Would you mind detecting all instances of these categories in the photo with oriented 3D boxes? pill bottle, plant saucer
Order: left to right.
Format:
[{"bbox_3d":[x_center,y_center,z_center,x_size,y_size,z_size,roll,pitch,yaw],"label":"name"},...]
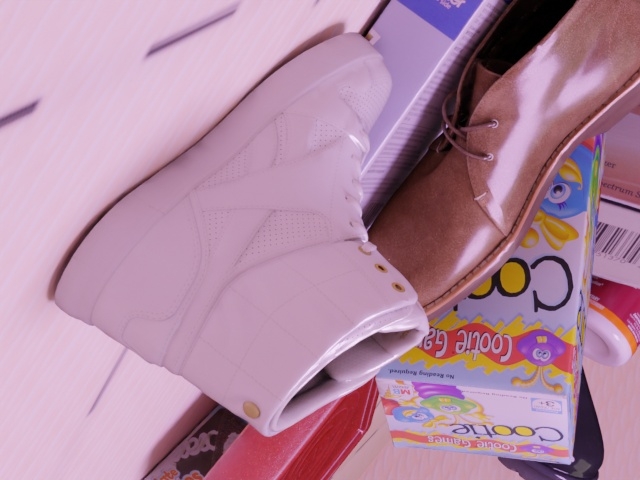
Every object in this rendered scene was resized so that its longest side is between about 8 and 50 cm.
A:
[{"bbox_3d":[-0.019,0.186,1.602,0.258,0.048,0.259,-49,166,-27],"label":"plant saucer"},{"bbox_3d":[0.290,0.036,1.675,0.152,0.086,0.086,-50,170,-20],"label":"pill bottle"}]

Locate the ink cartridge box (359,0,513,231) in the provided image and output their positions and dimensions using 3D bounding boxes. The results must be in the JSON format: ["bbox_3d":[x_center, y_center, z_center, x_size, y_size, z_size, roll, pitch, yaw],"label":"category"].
[{"bbox_3d":[0.050,-0.092,1.251,0.311,0.065,0.186,-52,170,10],"label":"ink cartridge box"}]

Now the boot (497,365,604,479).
[{"bbox_3d":[0.288,-0.008,1.880,0.146,0.367,0.445,9,128,-41],"label":"boot"}]

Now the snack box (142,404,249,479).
[{"bbox_3d":[-0.128,0.250,1.611,0.322,0.060,0.187,-43,165,-44],"label":"snack box"}]

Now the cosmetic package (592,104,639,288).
[{"bbox_3d":[0.276,-0.123,1.620,0.129,0.153,0.296,112,-8,-59],"label":"cosmetic package"}]

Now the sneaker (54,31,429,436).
[{"bbox_3d":[0.000,0.000,1.031,0.292,0.169,0.108,-46,166,-43],"label":"sneaker"}]

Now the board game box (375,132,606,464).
[{"bbox_3d":[0.137,0.014,1.384,0.142,0.144,0.275,73,24,-62],"label":"board game box"}]

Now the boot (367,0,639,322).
[{"bbox_3d":[0.108,-0.070,1.236,0.305,0.112,0.115,-49,140,7],"label":"boot"}]
